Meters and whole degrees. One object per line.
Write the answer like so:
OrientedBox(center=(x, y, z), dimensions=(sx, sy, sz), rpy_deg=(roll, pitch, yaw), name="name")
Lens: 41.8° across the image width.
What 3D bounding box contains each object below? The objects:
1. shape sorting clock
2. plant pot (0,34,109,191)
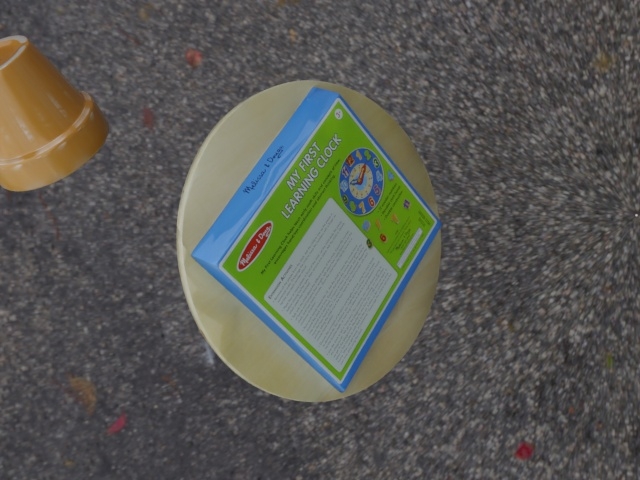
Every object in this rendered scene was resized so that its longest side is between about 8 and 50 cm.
OrientedBox(center=(0.000, 0.000, 0.543), dimensions=(0.040, 0.206, 0.206), rpy_deg=(2, 93, 51), name="shape sorting clock")
OrientedBox(center=(-0.475, -0.215, 1.344), dimensions=(0.205, 0.205, 0.188), rpy_deg=(-7, 132, 21), name="plant pot")
